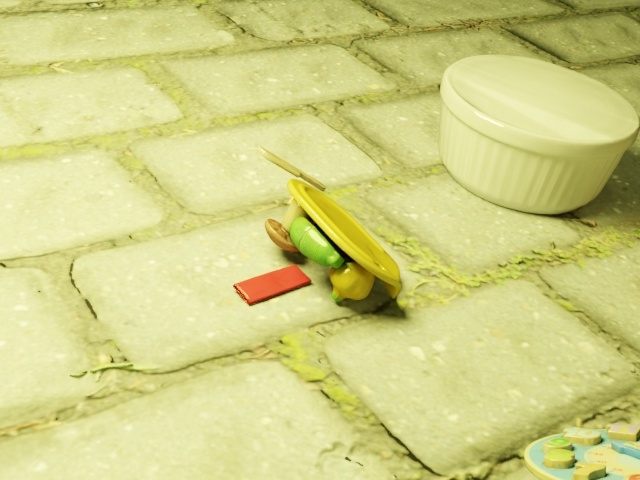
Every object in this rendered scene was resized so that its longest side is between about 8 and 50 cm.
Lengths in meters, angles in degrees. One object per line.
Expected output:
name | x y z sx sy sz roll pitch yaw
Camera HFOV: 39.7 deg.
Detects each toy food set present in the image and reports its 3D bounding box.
toy food set | 0.000 0.000 0.981 0.128 0.071 0.218 25 19 -51

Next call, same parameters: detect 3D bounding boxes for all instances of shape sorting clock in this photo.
shape sorting clock | 0.271 0.179 0.720 0.206 0.040 0.206 1 -1 0

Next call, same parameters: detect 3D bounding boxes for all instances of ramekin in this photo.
ramekin | 0.286 -0.145 1.222 0.273 0.127 0.273 8 33 -5

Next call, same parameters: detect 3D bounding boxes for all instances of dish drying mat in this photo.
dish drying mat | -0.051 0.046 0.943 0.083 0.008 0.032 -17 45 -38
